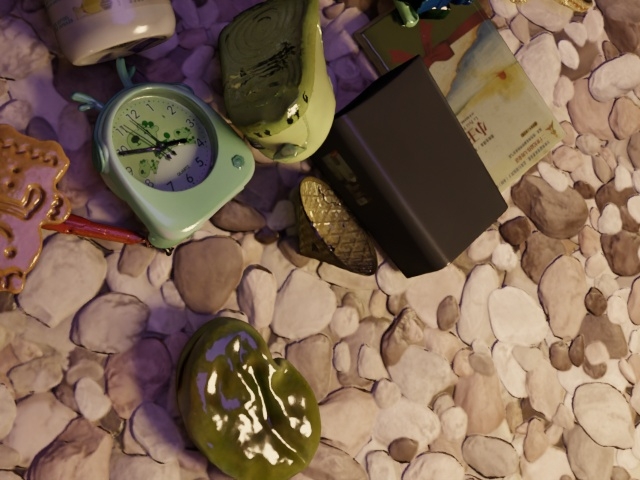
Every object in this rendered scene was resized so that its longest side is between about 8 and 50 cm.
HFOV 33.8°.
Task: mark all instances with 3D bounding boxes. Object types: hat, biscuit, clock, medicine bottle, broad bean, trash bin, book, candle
[{"bbox_3d":[0.000,0.000,1.287,0.146,0.067,0.146,43,24,-25],"label":"hat"},{"bbox_3d":[-0.345,-0.037,1.139,0.133,0.027,0.184,31,75,-5],"label":"biscuit"},{"bbox_3d":[-0.188,-0.110,1.210,0.211,0.066,0.159,50,59,-5],"label":"clock"},{"bbox_3d":[-0.254,-0.316,1.178,0.135,0.135,0.215,-20,96,-27],"label":"medicine bottle"},{"bbox_3d":[-0.084,0.187,1.200,0.153,0.072,0.206,-28,93,-20],"label":"broad bean"},{"bbox_3d":[0.109,-0.087,1.325,0.165,0.115,0.225,-41,101,-30],"label":"trash bin"},{"bbox_3d":[0.194,-0.210,1.433,0.201,0.026,0.289,-39,96,-27],"label":"book"},{"bbox_3d":[-0.245,-0.010,1.195,0.167,0.021,0.026,13,75,-21],"label":"candle"}]

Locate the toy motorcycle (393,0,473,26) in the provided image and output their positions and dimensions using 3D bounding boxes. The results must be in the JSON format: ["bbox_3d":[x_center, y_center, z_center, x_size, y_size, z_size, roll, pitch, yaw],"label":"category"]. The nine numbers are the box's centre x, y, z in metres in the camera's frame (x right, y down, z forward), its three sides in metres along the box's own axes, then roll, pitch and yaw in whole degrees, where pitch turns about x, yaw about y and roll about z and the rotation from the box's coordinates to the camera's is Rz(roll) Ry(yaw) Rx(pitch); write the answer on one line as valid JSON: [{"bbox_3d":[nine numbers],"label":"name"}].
[{"bbox_3d":[0.119,-0.449,1.391,0.196,0.125,0.331,-7,71,-18],"label":"toy motorcycle"}]

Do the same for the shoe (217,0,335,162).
[{"bbox_3d":[-0.057,-0.193,1.244,0.140,0.128,0.262,-11,41,7],"label":"shoe"}]

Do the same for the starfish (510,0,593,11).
[{"bbox_3d":[0.318,-0.398,1.515,0.210,0.053,0.150,28,65,-15],"label":"starfish"}]
